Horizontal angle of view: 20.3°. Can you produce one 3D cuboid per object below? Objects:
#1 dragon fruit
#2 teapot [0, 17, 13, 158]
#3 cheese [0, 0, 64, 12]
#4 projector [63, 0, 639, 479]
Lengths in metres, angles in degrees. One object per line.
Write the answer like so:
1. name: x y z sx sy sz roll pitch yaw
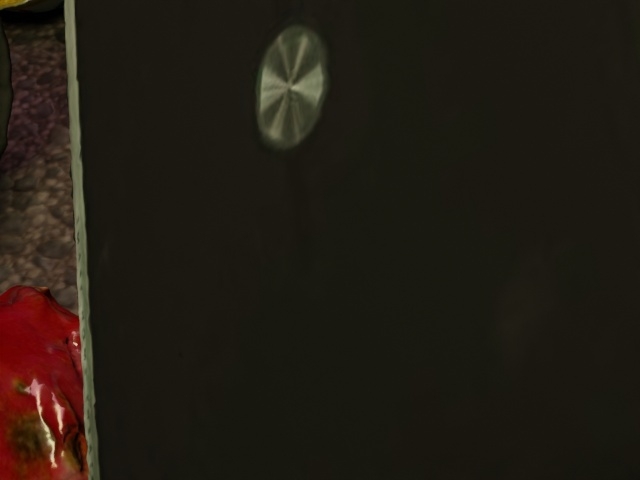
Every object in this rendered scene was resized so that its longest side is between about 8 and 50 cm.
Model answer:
1. dragon fruit: -0.181 0.102 0.980 0.163 0.189 0.262 -53 48 5
2. teapot: -0.420 -0.142 1.181 0.362 0.376 0.305 26 89 31
3. cheese: -0.244 -0.225 1.422 0.270 0.069 0.177 -20 34 12
4. projector: 0.086 -0.050 0.752 0.405 0.242 0.395 -27 62 50
